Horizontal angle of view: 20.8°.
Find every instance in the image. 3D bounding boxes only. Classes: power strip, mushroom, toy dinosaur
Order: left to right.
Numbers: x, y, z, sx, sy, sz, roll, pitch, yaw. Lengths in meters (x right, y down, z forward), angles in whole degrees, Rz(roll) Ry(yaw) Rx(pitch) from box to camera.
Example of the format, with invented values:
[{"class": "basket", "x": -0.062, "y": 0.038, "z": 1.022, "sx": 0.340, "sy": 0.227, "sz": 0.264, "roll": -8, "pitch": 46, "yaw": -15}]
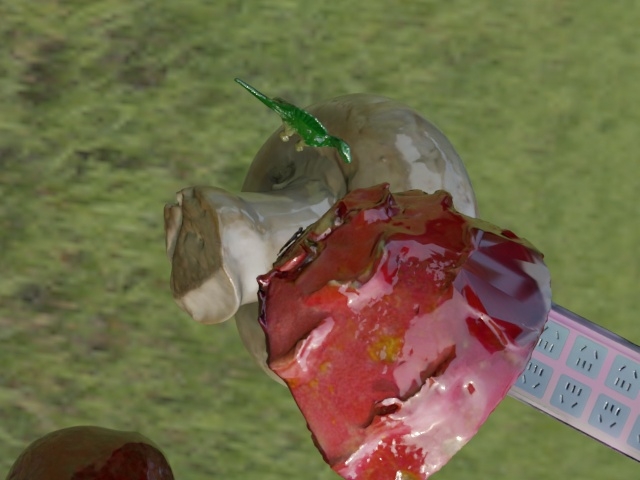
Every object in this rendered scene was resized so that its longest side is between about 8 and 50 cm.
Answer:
[{"class": "toy dinosaur", "x": -0.022, "y": -0.108, "z": 1.507, "sx": 0.029, "sy": 0.120, "sz": 0.060, "roll": -54, "pitch": -162, "yaw": -18}, {"class": "mushroom", "x": 0.000, "y": 0.000, "z": 1.646, "sx": 0.290, "sy": 0.297, "sz": 0.297, "roll": 11, "pitch": 85, "yaw": -39}, {"class": "power strip", "x": 0.319, "y": 0.163, "z": 1.838, "sx": 0.037, "sy": 0.279, "sz": 0.109, "roll": -10, "pitch": 124, "yaw": -63}]

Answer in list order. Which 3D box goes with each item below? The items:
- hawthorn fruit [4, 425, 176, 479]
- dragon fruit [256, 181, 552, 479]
[{"class": "hawthorn fruit", "x": -0.238, "y": 0.286, "z": 1.659, "sx": 0.248, "sy": 0.208, "sz": 0.208, "roll": -18, "pitch": 114, "yaw": -70}, {"class": "dragon fruit", "x": 0.069, "y": 0.041, "z": 1.229, "sx": 0.261, "sy": 0.189, "sz": 0.163, "roll": -68, "pitch": 144, "yaw": -50}]
